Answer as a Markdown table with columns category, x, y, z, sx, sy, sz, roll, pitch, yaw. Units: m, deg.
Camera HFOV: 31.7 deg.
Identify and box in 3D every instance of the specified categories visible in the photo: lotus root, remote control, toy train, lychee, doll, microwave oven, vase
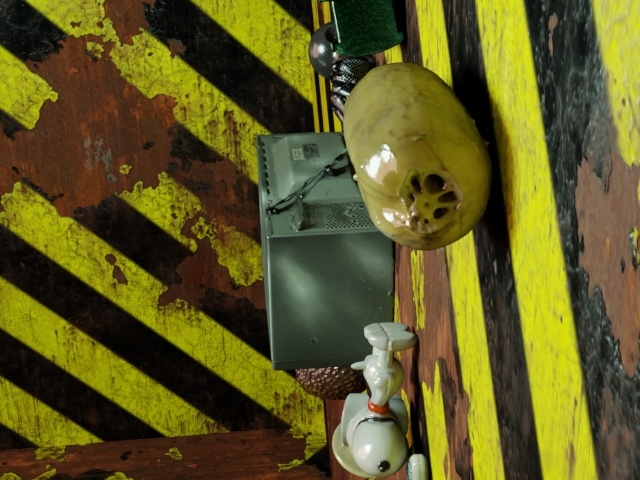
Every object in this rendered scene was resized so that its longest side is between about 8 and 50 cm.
| category | x | y | z | sx | sy | sz | roll | pitch | yaw |
| --- | --- | --- | --- | --- | --- | --- | --- | --- | --- |
| lotus root | 0.105 | -0.113 | 1.288 | 0.342 | 0.152 | 0.169 | -99 | -6 | -61 |
| remote control | 0.161 | 0.410 | 1.832 | 0.074 | 0.032 | 0.122 | 104 | 161 | -76 |
| toy train | 0.054 | -0.394 | 1.840 | 0.330 | 0.139 | 0.178 | -94 | -8 | -79 |
| lychee | 0.036 | 0.265 | 2.509 | 0.194 | 0.194 | 0.194 | 176 | 90 | -86 |
| doll | 0.105 | 0.272 | 1.916 | 0.208 | 0.144 | 0.271 | -178 | 90 | -80 |
| microwave oven | 0.000 | 0.000 | 2.260 | 0.432 | 0.236 | 0.374 | -101 | 8 | -58 |
| vase | 0.050 | -0.358 | 2.196 | 0.183 | 0.120 | 0.120 | -129 | 33 | -56 |

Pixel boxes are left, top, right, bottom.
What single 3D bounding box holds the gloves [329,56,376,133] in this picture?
| category | x | y | z | sx | sy | sz | roll | pitch | yaw |
| --- | --- | --- | --- | --- | --- | --- | --- | --- | --- |
| gloves | 0.069 | -0.221 | 1.999 | 0.129 | 0.106 | 0.180 | 106 | 164 | -73 |
